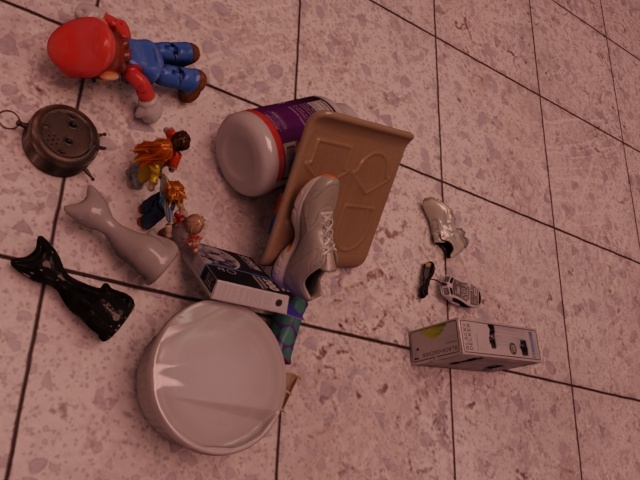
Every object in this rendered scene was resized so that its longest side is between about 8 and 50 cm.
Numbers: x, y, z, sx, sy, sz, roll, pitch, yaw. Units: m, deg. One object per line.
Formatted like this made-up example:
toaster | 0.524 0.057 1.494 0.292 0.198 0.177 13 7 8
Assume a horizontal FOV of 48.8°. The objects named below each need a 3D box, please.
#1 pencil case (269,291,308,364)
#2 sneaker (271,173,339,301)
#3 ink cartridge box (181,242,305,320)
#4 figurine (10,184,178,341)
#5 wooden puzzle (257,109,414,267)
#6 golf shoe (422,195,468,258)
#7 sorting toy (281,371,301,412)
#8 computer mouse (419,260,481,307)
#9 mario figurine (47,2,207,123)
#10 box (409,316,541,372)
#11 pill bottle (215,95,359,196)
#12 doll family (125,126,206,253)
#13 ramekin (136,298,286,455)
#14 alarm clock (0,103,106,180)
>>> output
pencil case | -0.073 0.183 1.464 0.070 0.065 0.151 69 32 -51
sneaker | 0.000 0.000 1.393 0.099 0.121 0.262 -4 120 -47
ink cartridge box | -0.147 0.075 1.373 0.208 0.206 0.045 19 101 -32
figurine | -0.394 0.032 1.246 0.209 0.092 0.215 41 61 -12
wooden puzzle | 0.026 -0.102 1.511 0.322 0.080 0.347 4 114 -48
golf shoe | 0.320 -0.033 1.861 0.176 0.069 0.086 52 55 -8
sorting toy | -0.092 0.296 1.422 0.075 0.045 0.083 37 54 -13
computer mouse | 0.334 0.130 1.823 0.193 0.042 0.106 25 54 -22
mario figurine | -0.398 -0.354 1.412 0.321 0.170 0.198 -1 36 -49
box | 0.379 0.260 1.721 0.290 0.169 0.087 11 66 -34
pill bottle | -0.059 -0.217 1.556 0.323 0.181 0.181 -22 87 -42
doll family | -0.302 -0.097 1.328 0.118 0.163 0.262 -3 75 -39
ramekin | -0.206 0.252 1.274 0.273 0.127 0.272 15 64 -33
alarm clock | -0.491 -0.191 1.288 0.192 0.064 0.129 19 62 -28
